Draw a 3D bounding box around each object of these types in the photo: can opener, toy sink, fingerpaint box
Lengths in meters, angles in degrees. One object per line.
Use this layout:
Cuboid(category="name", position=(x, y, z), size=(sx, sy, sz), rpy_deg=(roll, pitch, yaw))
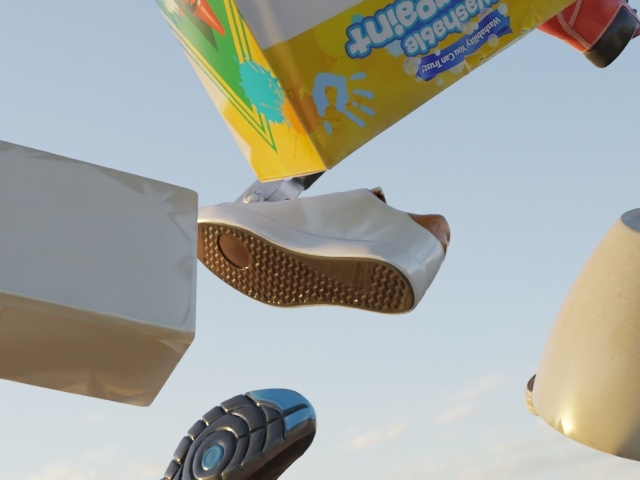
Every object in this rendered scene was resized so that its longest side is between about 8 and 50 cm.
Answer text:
Cuboid(category="can opener", position=(-0.033, -0.105, 2.227), size=(0.280, 0.074, 0.093), rpy_deg=(-47, -25, -13))
Cuboid(category="toy sink", position=(-0.231, 0.027, 1.196), size=(0.234, 0.152, 0.131), rpy_deg=(13, -41, -21))
Cuboid(category="fingerpaint box", position=(0.050, -0.325, 1.362), size=(0.445, 0.371, 0.163), rpy_deg=(-36, 13, -23))

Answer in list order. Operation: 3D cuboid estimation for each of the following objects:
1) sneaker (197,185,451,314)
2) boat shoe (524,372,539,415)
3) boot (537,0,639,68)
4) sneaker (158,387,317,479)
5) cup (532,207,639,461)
Cuboid(category="sneaker", position=(0.000, 0.000, 1.459), size=(0.290, 0.123, 0.106), rpy_deg=(11, -47, 32))
Cuboid(category="boat shoe", position=(0.406, 0.150, 2.076), size=(0.285, 0.089, 0.104), rpy_deg=(-33, 23, 6))
Cuboid(category="boot", position=(0.339, -0.339, 1.782), size=(0.176, 0.244, 0.088), rpy_deg=(28, -20, -20))
Cuboid(category="sneaker", position=(-0.120, 0.301, 1.709), size=(0.341, 0.125, 0.140), rpy_deg=(-40, -60, 19))
Cuboid(category="cup", position=(0.423, 0.093, 1.705), size=(0.331, 0.237, 0.331), rpy_deg=(1, 17, 0))
